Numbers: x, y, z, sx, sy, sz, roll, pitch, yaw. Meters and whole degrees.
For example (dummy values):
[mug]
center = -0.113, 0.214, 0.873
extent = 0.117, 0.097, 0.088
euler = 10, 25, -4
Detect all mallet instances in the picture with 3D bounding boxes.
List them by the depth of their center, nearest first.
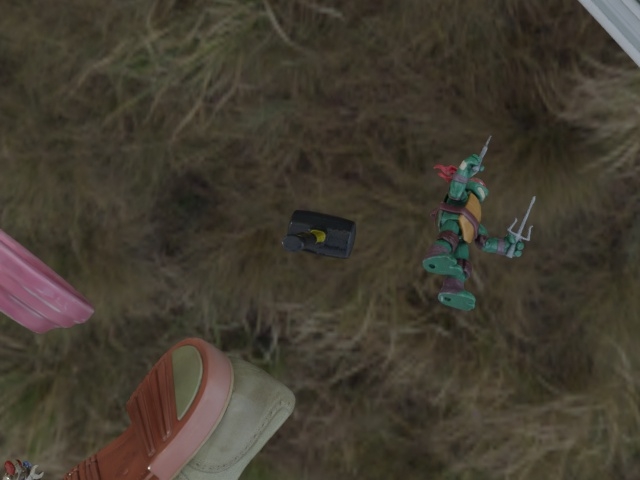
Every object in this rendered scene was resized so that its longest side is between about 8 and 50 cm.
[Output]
[mallet]
center = 0.000, 0.000, 1.071
extent = 0.062, 0.190, 0.039
euler = 11, 94, 0

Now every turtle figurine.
[turtle figurine]
center = 0.217, -0.026, 1.784
extent = 0.118, 0.234, 0.175
euler = -14, 131, 43

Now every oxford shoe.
[oxford shoe]
center = -0.175, 0.278, 1.292
extent = 0.146, 0.140, 0.397
euler = 25, 118, -34

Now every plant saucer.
[plant saucer]
center = -0.487, 0.030, 1.836
extent = 0.084, 0.332, 0.332
euler = -52, 125, -7

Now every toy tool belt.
[toy tool belt]
center = -0.378, 0.307, 1.590
extent = 0.052, 0.051, 0.083
euler = 28, 125, 35

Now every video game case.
[video game case]
center = 0.171, -0.130, 0.703
extent = 0.023, 0.212, 0.193
euler = -43, 84, 18
